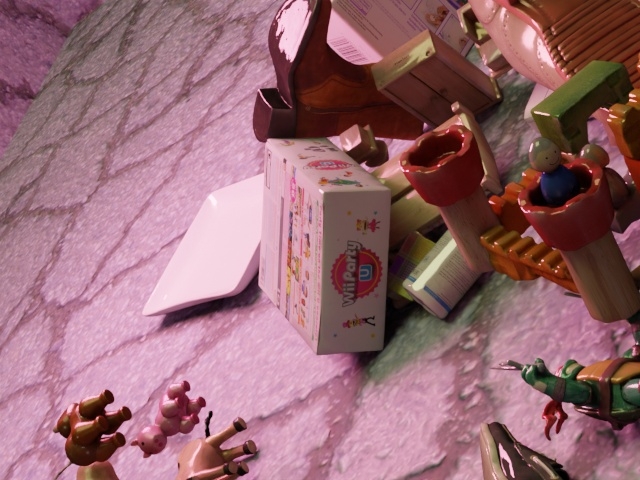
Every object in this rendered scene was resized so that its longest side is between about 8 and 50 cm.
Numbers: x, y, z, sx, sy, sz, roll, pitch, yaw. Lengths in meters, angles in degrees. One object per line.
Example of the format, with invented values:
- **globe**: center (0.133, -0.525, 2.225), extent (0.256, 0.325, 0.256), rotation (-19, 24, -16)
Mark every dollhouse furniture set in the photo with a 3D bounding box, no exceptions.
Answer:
- **dollhouse furniture set**: center (0.211, -0.107, 2.061), extent (0.303, 0.174, 0.355), rotation (-33, 53, 25)

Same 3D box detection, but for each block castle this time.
- **block castle**: center (0.334, -0.144, 1.564), extent (0.453, 0.212, 0.303), rotation (-37, 28, -16)

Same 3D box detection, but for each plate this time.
- **plate**: center (-0.151, 0.008, 2.486), extent (0.278, 0.045, 0.277), rotation (-16, 40, 49)

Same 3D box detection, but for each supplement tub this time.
- **supplement tub**: center (0.161, 0.039, 1.893), extent (0.107, 0.071, 0.071), rotation (-48, 24, -4)

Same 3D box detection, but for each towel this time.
- **towel**: center (0.120, 0.032, 1.947), extent (0.060, 0.009, 0.083), rotation (29, 91, 43)

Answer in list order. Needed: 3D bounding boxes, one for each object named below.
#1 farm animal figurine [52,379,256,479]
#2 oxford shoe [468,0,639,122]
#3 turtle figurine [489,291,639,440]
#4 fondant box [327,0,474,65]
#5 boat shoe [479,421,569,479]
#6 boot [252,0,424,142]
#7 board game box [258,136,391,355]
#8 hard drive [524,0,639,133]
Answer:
- **farm animal figurine**: center (-0.220, 0.340, 1.895), extent (0.172, 0.330, 0.326), rotation (-32, 56, 25)
- **oxford shoe**: center (0.321, -0.242, 1.884), extent (0.140, 0.146, 0.397), rotation (-29, 59, -13)
- **turtle figurine**: center (0.295, 0.126, 1.482), extent (0.234, 0.118, 0.175), rotation (-2, 30, 48)
- **fondant box**: center (0.152, -0.403, 2.376), extent (0.096, 0.238, 0.330), rotation (-4, 48, 59)
- **boat shoe**: center (0.209, 0.248, 1.516), extent (0.079, 0.084, 0.233), rotation (-8, 18, -6)
- **boot**: center (0.063, -0.246, 2.158), extent (0.096, 0.281, 0.264), rotation (-125, 39, -47)
- **board game box**: center (0.000, 0.000, 2.047), extent (0.303, 0.098, 0.224), rotation (-133, 43, -67)
- **hard drive**: center (0.437, -0.271, 1.941), extent (0.353, 0.047, 0.233), rotation (-15, 40, 50)
